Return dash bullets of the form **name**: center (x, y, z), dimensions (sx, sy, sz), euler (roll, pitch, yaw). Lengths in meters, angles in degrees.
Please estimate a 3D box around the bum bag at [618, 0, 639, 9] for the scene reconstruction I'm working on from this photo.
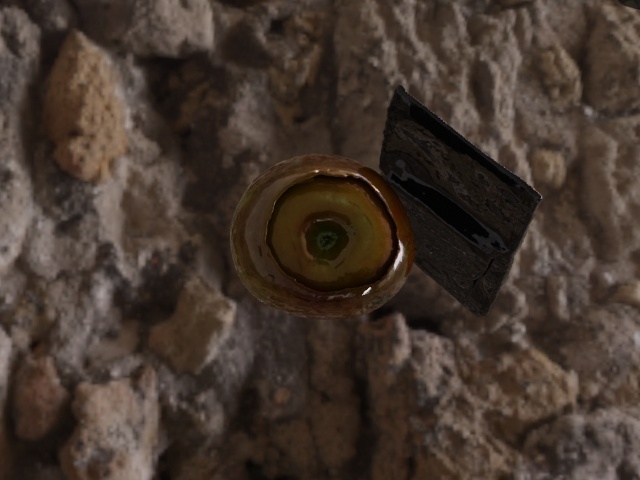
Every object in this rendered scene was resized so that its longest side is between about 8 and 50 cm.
- **bum bag**: center (0.373, -0.274, 0.775), dimensions (0.340, 0.144, 0.095), euler (-33, -157, 48)

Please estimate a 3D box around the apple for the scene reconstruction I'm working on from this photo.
- **apple**: center (0.000, 0.000, 1.248), dimensions (0.207, 0.236, 0.237), euler (-41, 135, -82)

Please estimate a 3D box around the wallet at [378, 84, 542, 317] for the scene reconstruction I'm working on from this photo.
- **wallet**: center (0.171, -0.042, 1.371), dimensions (0.247, 0.041, 0.323), euler (40, -30, 19)
